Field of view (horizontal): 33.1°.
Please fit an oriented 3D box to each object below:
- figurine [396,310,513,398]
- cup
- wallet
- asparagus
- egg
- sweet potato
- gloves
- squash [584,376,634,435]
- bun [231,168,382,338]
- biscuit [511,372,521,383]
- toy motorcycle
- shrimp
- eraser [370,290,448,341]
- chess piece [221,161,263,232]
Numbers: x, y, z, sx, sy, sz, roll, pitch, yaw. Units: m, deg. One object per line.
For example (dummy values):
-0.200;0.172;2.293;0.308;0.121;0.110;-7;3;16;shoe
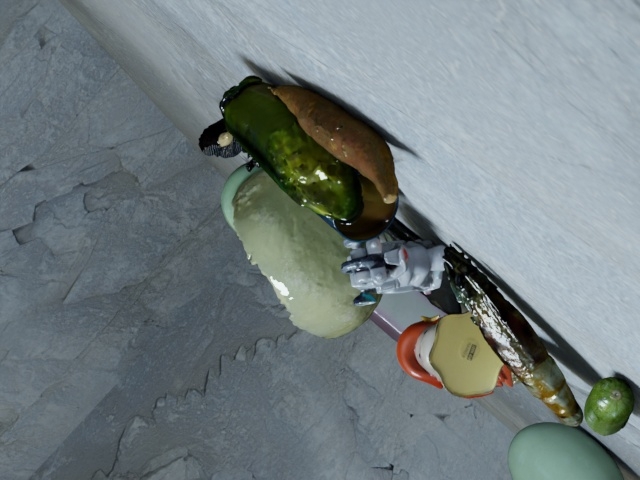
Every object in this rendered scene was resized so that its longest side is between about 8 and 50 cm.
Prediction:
0.267;0.221;2.065;0.257;0.208;0.181;145;108;-83;figurine
0.044;-0.090;1.691;0.113;0.150;0.138;6;-163;-29;cup
0.188;0.053;2.034;0.170;0.044;0.321;43;175;21;wallet
-0.046;-0.142;1.621;0.382;0.108;0.128;49;162;57;asparagus
0.533;0.511;2.338;0.282;0.203;0.203;33;171;35;egg
0.018;-0.153;1.471;0.314;0.066;0.072;42;170;39;sweet potato
-0.171;-0.223;2.360;0.180;0.106;0.129;-3;144;42;gloves
0.434;0.251;1.628;0.069;0.069;0.239;41;175;20;squash
0.002;-0.002;2.052;0.364;0.202;0.364;52;-165;-20;bun
0.385;0.273;2.309;0.061;0.055;0.219;24;175;-5;biscuit
0.134;0.040;1.775;0.260;0.170;0.110;23;-125;-71;toy motorcycle
0.305;0.150;1.742;0.365;0.071;0.233;51;-174;-6;shrimp
0.186;0.163;2.598;0.272;0.122;0.359;42;176;6;eraser
-0.123;-0.064;2.373;0.194;0.194;0.299;44;-173;-13;chess piece
